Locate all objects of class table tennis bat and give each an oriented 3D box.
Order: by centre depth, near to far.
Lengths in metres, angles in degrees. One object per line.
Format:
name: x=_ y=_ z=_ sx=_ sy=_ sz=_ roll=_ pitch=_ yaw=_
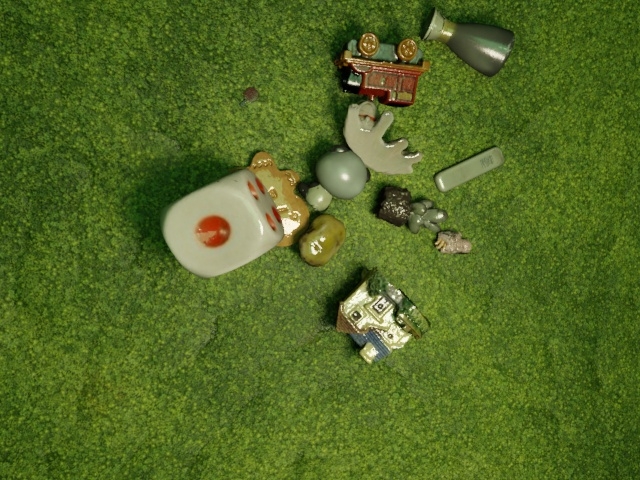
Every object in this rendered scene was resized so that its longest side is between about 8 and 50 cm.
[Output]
table tennis bat: x=-0.261 y=-0.517 z=1.630 sx=0.050 sy=0.007 sz=0.083 roll=45 pitch=83 yaw=-12

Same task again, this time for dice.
dice: x=-0.312 y=-0.058 z=1.474 sx=0.304 sy=0.304 sz=0.277 roll=-27 pitch=99 yaw=9

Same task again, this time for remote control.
remote control: x=0.600 y=-0.285 z=1.804 sx=0.309 sy=0.038 sz=0.090 roll=-26 pitch=100 yaw=-8

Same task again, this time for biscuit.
biscuit: x=-0.183 y=-0.141 z=1.653 sx=0.275 sy=0.052 sz=0.355 roll=-30 pitch=99 yaw=-7

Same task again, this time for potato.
potato: x=0.004 y=0.002 z=1.650 sx=0.137 sy=0.154 sz=0.200 roll=37 pitch=79 yaw=10

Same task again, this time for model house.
model house: x=0.202 y=0.290 z=1.644 sx=0.266 sy=0.261 sz=0.321 roll=-42 pitch=86 yaw=-3

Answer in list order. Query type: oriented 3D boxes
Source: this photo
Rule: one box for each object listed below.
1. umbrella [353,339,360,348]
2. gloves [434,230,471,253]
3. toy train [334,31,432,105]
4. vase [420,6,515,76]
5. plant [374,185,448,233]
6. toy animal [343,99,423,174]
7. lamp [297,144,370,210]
umbrella: x=0.223 y=0.399 z=1.776 sx=0.188 sy=0.046 sz=0.050 roll=1 pitch=139 yaw=-11
gloves: x=0.526 y=0.009 z=1.784 sx=0.144 sy=0.110 sz=0.094 roll=21 pitch=82 yaw=-41
toy train: x=0.233 y=-0.618 z=1.649 sx=0.368 sy=0.163 sz=0.232 roll=2 pitch=102 yaw=-12
vase: x=0.548 y=-0.761 z=1.701 sx=0.321 sy=0.173 sz=0.173 roll=21 pitch=90 yaw=-6
plant: x=0.345 y=-0.109 z=1.711 sx=0.274 sy=0.146 sz=0.149 roll=18 pitch=88 yaw=-12
toy animal: x=0.222 y=-0.385 z=1.671 sx=0.307 sy=0.188 sz=0.266 roll=3 pitch=122 yaw=-8
lamp: x=0.052 y=-0.216 z=1.622 sx=0.244 sy=0.198 sz=0.198 roll=-41 pitch=102 yaw=17
